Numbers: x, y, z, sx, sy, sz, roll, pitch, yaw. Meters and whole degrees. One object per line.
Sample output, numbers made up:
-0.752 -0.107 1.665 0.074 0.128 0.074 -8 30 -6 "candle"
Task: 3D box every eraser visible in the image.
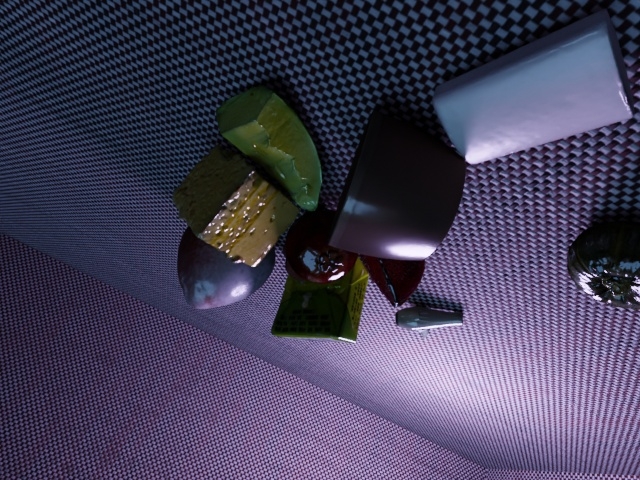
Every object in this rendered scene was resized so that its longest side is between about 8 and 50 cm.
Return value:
0.354 -0.240 0.698 0.270 0.095 0.174 -14 132 43 "eraser"

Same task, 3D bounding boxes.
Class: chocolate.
0.007 0.205 1.396 0.300 0.289 0.137 -8 147 39 "chocolate"

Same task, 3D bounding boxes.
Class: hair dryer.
0.424 0.305 1.479 0.229 0.092 0.267 -14 145 37 "hair dryer"

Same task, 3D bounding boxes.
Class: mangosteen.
0.000 0.000 1.172 0.215 0.257 0.215 -5 120 -9 "mangosteen"

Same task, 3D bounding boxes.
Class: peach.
-0.053 0.043 1.331 0.152 0.152 0.152 17 147 11 "peach"

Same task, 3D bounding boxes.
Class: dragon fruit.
0.202 0.051 1.157 0.189 0.163 0.262 -19 92 17 "dragon fruit"

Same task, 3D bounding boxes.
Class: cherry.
-0.313 0.067 1.380 0.326 0.335 0.291 10 136 -22 "cherry"

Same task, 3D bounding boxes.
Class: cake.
-0.203 -0.080 1.096 0.222 0.227 0.286 44 -177 41 "cake"

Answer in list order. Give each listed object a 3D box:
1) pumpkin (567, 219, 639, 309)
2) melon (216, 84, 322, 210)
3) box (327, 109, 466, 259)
0.654 0.058 0.875 0.223 0.157 0.224 27 152 16 "pumpkin"
-0.097 -0.213 1.003 0.196 0.124 0.323 0 144 41 "melon"
0.158 -0.100 0.870 0.216 0.301 0.301 17 147 0 "box"
